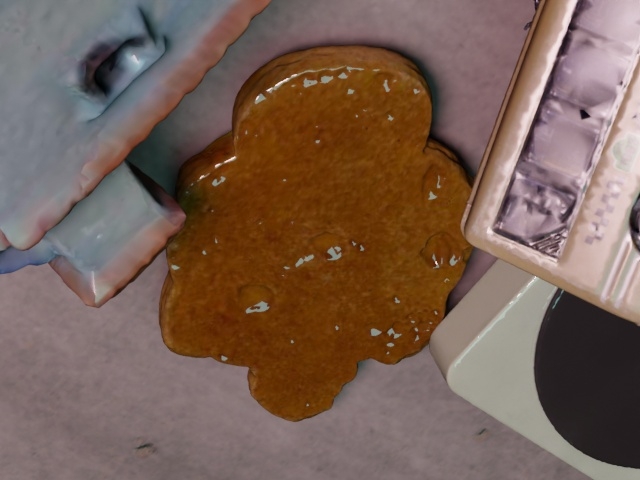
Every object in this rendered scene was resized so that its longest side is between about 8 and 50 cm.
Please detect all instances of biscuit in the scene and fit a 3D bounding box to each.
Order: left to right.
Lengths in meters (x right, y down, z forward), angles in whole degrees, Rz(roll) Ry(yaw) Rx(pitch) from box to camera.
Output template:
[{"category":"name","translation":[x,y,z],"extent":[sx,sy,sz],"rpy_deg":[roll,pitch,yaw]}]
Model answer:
[{"category":"biscuit","translation":[0.000,0.000,1.071],"extent":[0.208,0.041,0.290],"rpy_deg":[1,126,-13]}]

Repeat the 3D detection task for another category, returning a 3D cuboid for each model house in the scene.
[{"category":"model house","translation":[-0.164,-0.127,0.869],"extent":[0.295,0.251,0.329],"rpy_deg":[-47,147,-7]}]

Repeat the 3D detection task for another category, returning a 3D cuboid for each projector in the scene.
[{"category":"projector","translation":[0.244,0.046,1.130],"extent":[0.257,0.079,0.259],"rpy_deg":[33,106,-29]}]

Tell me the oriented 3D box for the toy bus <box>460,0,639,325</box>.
[{"category":"toy bus","translation":[0.193,-0.111,0.945],"extent":[0.157,0.139,0.290],"rpy_deg":[23,108,12]}]
